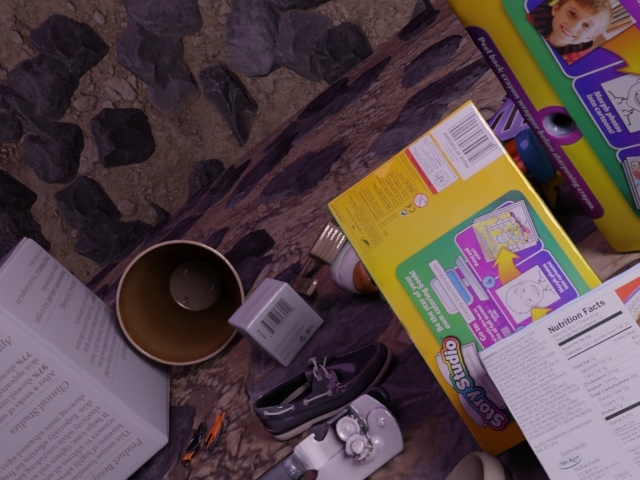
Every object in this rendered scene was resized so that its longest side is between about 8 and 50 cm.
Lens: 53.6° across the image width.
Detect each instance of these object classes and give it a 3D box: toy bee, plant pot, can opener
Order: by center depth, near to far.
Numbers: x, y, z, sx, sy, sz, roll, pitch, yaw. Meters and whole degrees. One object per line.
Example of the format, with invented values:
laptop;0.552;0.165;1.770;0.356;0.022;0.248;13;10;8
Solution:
can opener;-0.022;0.278;0.721;0.280;0.074;0.093;-39;-14;3
toy bee;0.244;-0.045;0.798;0.298;0.162;0.195;-26;-1;-37
plant pot;-0.273;0.108;1.307;0.237;0.237;0.254;-42;7;-1

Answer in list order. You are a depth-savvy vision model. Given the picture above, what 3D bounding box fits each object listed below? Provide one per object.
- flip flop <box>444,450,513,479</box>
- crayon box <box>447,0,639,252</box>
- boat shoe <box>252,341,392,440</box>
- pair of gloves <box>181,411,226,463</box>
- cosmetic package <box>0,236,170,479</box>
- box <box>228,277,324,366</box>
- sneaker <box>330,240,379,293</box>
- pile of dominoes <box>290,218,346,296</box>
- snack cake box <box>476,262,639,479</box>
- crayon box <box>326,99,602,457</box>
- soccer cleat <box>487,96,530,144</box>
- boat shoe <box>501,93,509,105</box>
flip flop;0.048;0.278;0.507;0.277;0.080;0.112;-53;11;1
crayon box;0.326;-0.162;0.530;0.313;0.363;0.106;-12;36;53
boat shoe;0.000;0.190;0.837;0.206;0.065;0.075;-36;21;15
pair of gloves;-0.181;0.311;0.998;0.083;0.010;0.074;-32;24;32
cosmetic package;-0.528;0.272;1.147;0.329;0.393;0.327;-41;21;1
box;-0.073;0.132;1.033;0.101;0.102;0.087;-49;24;-17
sneaker;0.138;-0.034;1.005;0.290;0.106;0.123;-59;27;-12
pile of dominoes;0.000;0.000;1.102;0.196;0.040;0.251;-59;7;-7
snack cake box;0.265;0.079;0.434;0.264;0.152;0.089;-34;-21;20
crayon box;0.151;0.034;0.583;0.165;0.278;0.081;-35;-12;17
soccer cleat;0.346;-0.219;0.927;0.318;0.116;0.109;-26;0;32
boat shoe;0.337;-0.224;1.060;0.183;0.066;0.066;-43;20;-4
